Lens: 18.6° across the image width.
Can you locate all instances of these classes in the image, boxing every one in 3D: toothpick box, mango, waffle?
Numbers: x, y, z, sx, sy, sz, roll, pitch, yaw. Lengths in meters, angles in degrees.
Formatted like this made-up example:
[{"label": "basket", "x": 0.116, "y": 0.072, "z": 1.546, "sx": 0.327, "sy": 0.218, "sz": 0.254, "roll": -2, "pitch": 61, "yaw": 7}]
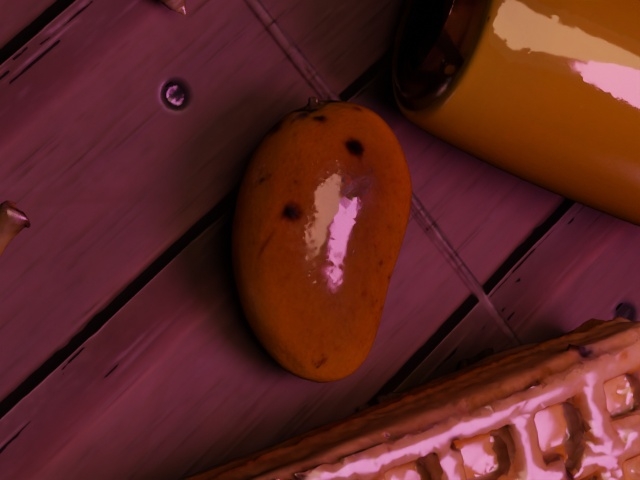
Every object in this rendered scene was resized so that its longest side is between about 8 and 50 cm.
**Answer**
[{"label": "toothpick box", "x": 0.183, "y": -0.109, "z": 1.292, "sx": 0.271, "sy": 0.175, "sz": 0.175, "roll": 17, "pitch": 79, "yaw": -22}, {"label": "mango", "x": -0.002, "y": -0.002, "z": 1.237, "sx": 0.115, "sy": 0.090, "sz": 0.178, "roll": 17, "pitch": 87, "yaw": -33}, {"label": "waffle", "x": 0.078, "y": 0.225, "z": 1.250, "sx": 0.376, "sy": 0.114, "sz": 0.261, "roll": -19, "pitch": 98, "yaw": -27}]

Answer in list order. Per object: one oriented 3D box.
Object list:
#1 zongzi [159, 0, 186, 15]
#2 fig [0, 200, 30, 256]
[{"label": "zongzi", "x": -0.112, "y": -0.324, "z": 1.164, "sx": 0.300, "sy": 0.145, "sz": 0.274, "roll": 38, "pitch": 91, "yaw": -30}, {"label": "fig", "x": -0.272, "y": 0.090, "z": 1.061, "sx": 0.249, "sy": 0.186, "sz": 0.204, "roll": -13, "pitch": 77, "yaw": -59}]
